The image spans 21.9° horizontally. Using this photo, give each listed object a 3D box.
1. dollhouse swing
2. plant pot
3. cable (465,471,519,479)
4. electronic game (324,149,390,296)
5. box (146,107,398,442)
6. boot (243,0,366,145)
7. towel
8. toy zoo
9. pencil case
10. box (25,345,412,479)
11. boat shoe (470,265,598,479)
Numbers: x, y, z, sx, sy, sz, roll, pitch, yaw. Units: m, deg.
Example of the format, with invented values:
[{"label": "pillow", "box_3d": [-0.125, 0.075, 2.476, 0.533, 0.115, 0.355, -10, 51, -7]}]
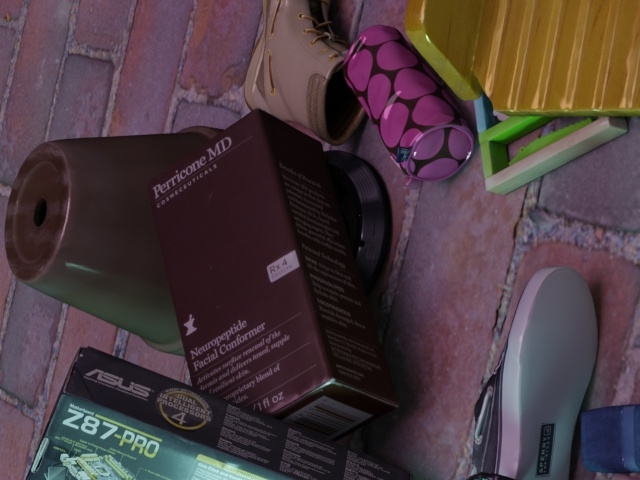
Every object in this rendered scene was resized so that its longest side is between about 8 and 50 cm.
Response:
[{"label": "dollhouse swing", "box_3d": [0.193, -0.310, 1.600, 0.347, 0.305, 0.315, 5, 82, 46]}, {"label": "plant pot", "box_3d": [-0.257, -0.017, 2.218, 0.323, 0.280, 0.323, -22, 63, 51]}, {"label": "cable", "box_3d": [0.205, 0.311, 1.593, 0.047, 0.184, 0.150, -15, -58, -80]}, {"label": "electronic game", "box_3d": [0.000, 0.000, 2.049, 0.229, 0.048, 0.229, -17, 66, 44]}, {"label": "box", "box_3d": [-0.062, 0.057, 1.941, 0.191, 0.143, 0.381, -33, 54, 24]}, {"label": "boot", "box_3d": [0.001, -0.262, 2.078, 0.203, 0.095, 0.262, 30, 107, 54]}, {"label": "towel", "box_3d": [0.302, 0.191, 1.593, 0.119, 0.029, 0.067, -12, 72, 52]}, {"label": "toy zoo", "box_3d": [0.236, -0.218, 1.793, 0.192, 0.030, 0.293, -28, 59, 48]}, {"label": "pencil case", "box_3d": [0.095, -0.157, 1.925, 0.098, 0.095, 0.209, -59, 37, 30]}, {"label": "box", "box_3d": [-0.140, 0.321, 1.839, 0.097, 0.395, 0.318, -77, 10, -54]}, {"label": "boat shoe", "box_3d": [0.203, 0.171, 1.680, 0.102, 0.108, 0.301, 11, 97, 54]}]
